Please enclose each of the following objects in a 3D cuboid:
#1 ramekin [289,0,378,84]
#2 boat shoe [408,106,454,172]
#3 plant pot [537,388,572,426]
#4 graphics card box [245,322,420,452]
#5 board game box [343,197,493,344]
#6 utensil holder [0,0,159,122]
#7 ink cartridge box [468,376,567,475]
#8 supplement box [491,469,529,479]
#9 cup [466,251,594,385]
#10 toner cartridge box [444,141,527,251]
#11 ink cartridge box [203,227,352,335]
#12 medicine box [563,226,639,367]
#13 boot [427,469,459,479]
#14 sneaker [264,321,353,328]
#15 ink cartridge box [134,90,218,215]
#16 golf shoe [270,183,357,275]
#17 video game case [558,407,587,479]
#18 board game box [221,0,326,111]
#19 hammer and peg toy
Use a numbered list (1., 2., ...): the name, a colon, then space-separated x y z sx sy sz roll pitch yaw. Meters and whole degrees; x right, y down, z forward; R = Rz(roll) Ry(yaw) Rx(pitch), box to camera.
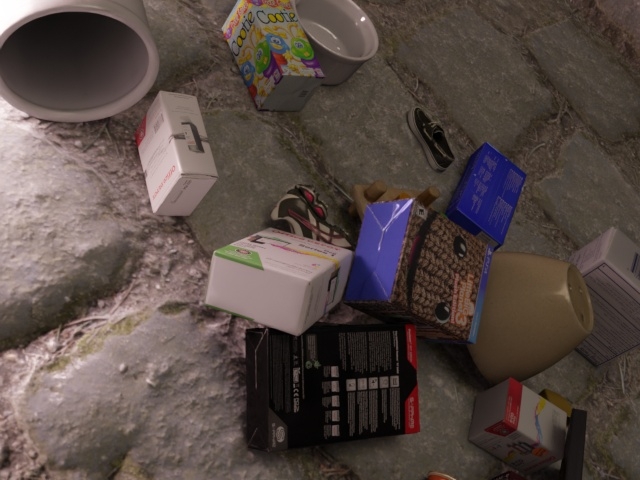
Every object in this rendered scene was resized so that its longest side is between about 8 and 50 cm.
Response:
1. ramekin: 0.011 -0.566 2.252 0.277 0.135 0.277 19 50 -24
2. boat shoe: 0.325 -0.304 2.330 0.078 0.070 0.219 -6 63 -39
3. plant pot: 0.556 0.411 1.968 0.081 0.081 0.083 24 36 -20
4. graphics card box: 0.030 0.284 1.612 0.371 0.094 0.232 2 85 -36
5. board game box: 0.218 0.073 1.757 0.291 0.141 0.232 27 69 -38
6. utensil holder: -0.528 -0.497 1.680 0.328 0.327 0.385 4 56 -34
7. ink cartridge box: 0.451 0.424 1.843 0.176 0.128 0.127 32 46 -12
8. supplement box: 0.421 0.627 1.712 0.130 0.073 0.239 31 47 -14
9. cup: 0.500 0.164 1.912 0.331 0.237 0.331 31 50 -46
10. toner cartridge box: 0.470 -0.123 2.299 0.165 0.075 0.348 39 45 -7
11. ink cartridge box: -0.075 0.072 1.609 0.201 0.117 0.278 16 15 15
12. medicine box: 0.753 0.155 2.143 0.263 0.289 0.149 40 46 -4
13. boot: 0.273 0.549 1.677 0.158 0.059 0.084 45 49 -1
14. sneaker: -0.011 0.218 1.708 0.267 0.101 0.106 13 77 -32
15. ink cartridge box: -0.309 -0.181 1.721 0.092 0.158 0.218 3 58 -35
16. golf shoe: 0.000 0.000 1.872 0.120 0.105 0.273 -41 98 -12
17. video game case: 0.536 0.547 1.751 0.035 0.248 0.275 8 44 15
18. board game box: -0.124 -0.485 2.089 0.142 0.144 0.275 -6 62 -38
19. hammer and peg toy: 0.222 0.024 1.966 0.266 0.127 0.361 4 57 -37
